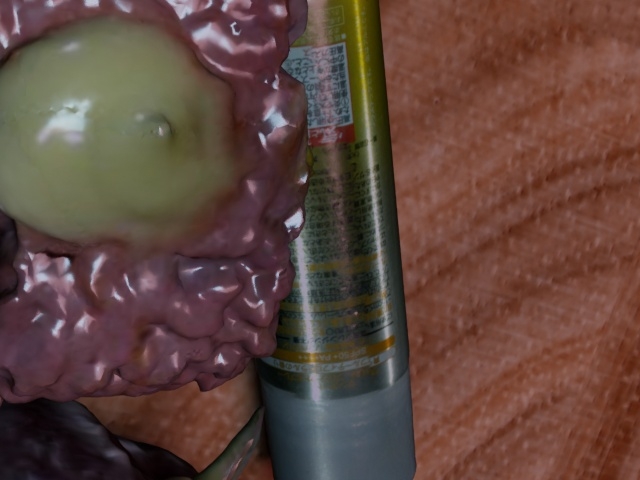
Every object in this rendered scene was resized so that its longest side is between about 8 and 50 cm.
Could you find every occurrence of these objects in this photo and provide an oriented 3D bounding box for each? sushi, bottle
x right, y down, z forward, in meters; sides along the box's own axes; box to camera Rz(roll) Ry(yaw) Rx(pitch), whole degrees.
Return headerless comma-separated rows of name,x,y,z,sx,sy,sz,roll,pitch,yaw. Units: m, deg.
sushi,-0.103,-0.066,0.721,0.170,0.236,0.270,-2,112,-22
bottle,0.000,0.000,0.894,0.082,0.082,0.286,-17,115,-26

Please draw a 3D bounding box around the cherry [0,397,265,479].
cherry,-0.121,0.194,0.811,0.296,0.218,0.255,-47,129,7
